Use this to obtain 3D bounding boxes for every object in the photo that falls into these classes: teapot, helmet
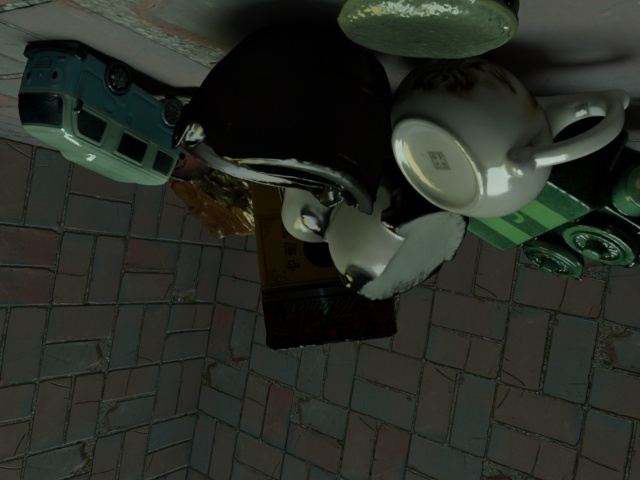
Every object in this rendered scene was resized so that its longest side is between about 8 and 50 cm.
[{"bbox_3d":[0.184,-0.120,0.595,0.298,0.139,0.204,24,147,51],"label":"teapot"},{"bbox_3d":[-0.039,-0.149,0.607,0.225,0.177,0.305,16,-177,-35],"label":"helmet"}]

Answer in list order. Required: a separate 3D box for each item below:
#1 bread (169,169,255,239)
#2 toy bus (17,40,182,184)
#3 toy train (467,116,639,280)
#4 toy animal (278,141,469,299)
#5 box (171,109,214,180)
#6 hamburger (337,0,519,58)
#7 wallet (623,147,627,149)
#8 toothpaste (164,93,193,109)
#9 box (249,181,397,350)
[{"bbox_3d":[-0.280,-0.164,1.580,0.314,0.191,0.370,51,151,-16],"label":"bread"},{"bbox_3d":[-0.362,-0.199,0.867,0.133,0.164,0.271,10,171,27],"label":"toy bus"},{"bbox_3d":[0.345,-0.065,0.751,0.238,0.166,0.299,33,166,2],"label":"toy train"},{"bbox_3d":[0.061,-0.074,0.832,0.251,0.251,0.310,9,-142,-51],"label":"toy animal"},{"bbox_3d":[-0.304,-0.213,1.116,0.151,0.151,0.135,9,-170,-34],"label":"box"},{"bbox_3d":[0.081,-0.185,0.397,0.140,0.062,0.133,7,-176,19],"label":"hamburger"},{"bbox_3d":[0.414,-0.134,0.894,0.141,0.059,0.202,7,-179,-32],"label":"wallet"},{"bbox_3d":[-0.143,-0.224,1.068,0.099,0.061,0.392,15,180,35],"label":"toothpaste"},{"bbox_3d":[0.000,0.000,1.039,0.265,0.414,0.116,-5,-178,-9],"label":"box"}]
